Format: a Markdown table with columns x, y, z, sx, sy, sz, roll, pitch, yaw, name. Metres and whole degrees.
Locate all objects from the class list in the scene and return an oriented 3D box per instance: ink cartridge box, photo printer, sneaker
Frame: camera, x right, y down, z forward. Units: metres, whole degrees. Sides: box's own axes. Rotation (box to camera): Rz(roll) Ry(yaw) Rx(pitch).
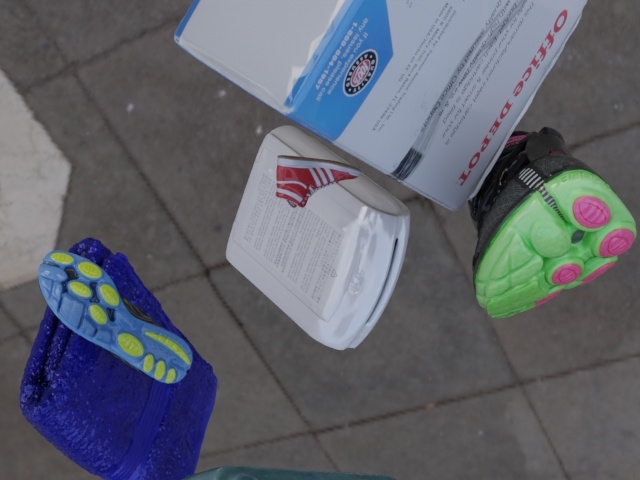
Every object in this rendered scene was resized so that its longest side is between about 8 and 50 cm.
| x | y | z | sx | sy | sz | roll | pitch | yaw | name |
| --- | --- | --- | --- | --- | --- | --- | --- | --- | --- |
| 0.083 | -0.222 | 1.071 | 0.286 | 0.166 | 0.395 | -58 | 150 | 5 | ink cartridge box |
| 0.000 | 0.000 | 1.642 | 0.107 | 0.307 | 0.256 | -2 | 121 | -44 | photo printer |
| -0.005 | -0.073 | 1.396 | 0.118 | 0.042 | 0.067 | 5 | 98 | -24 | sneaker |
| 0.233 | -0.030 | 1.223 | 0.185 | 0.483 | 0.202 | -27 | 81 | 5 | sneaker |
| -0.216 | 0.083 | 1.089 | 0.188 | 0.067 | 0.078 | 42 | 159 | -23 | sneaker |

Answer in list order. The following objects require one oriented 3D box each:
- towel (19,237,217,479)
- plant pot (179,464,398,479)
| x | y | z | sx | sy | sz | roll | pitch | yaw | name |
| --- | --- | --- | --- | --- | --- | --- | --- | --- | --- |
| -0.214 | 0.166 | 1.222 | 0.076 | 0.228 | 0.308 | -4 | 145 | 20 | towel |
| -0.032 | 0.302 | 0.795 | 0.247 | 0.248 | 0.252 | 7 | 130 | -15 | plant pot |
